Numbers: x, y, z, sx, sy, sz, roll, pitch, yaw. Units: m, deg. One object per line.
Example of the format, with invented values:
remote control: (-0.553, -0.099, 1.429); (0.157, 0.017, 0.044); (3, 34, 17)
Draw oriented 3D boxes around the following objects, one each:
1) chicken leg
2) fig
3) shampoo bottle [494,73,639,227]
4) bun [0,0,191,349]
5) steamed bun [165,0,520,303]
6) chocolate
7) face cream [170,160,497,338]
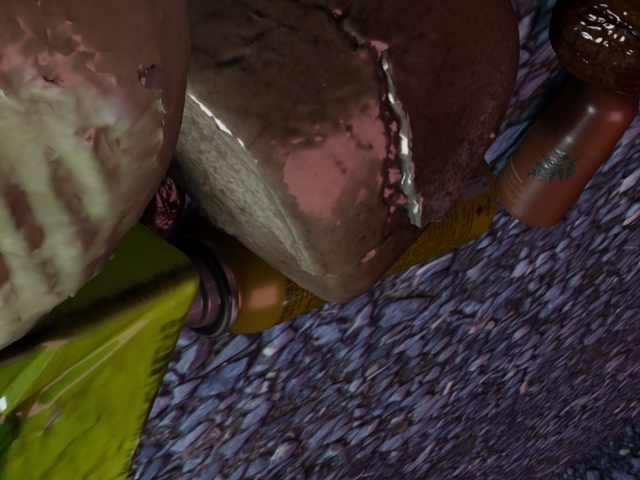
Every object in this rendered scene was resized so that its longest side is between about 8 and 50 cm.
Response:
chicken leg: (-0.128, -0.023, 1.088); (0.062, 0.037, 0.145); (-1, 139, -35)
fig: (0.304, -0.169, 1.296); (0.134, 0.201, 0.146); (-46, 167, -13)
shampoo bottle: (0.261, -0.120, 1.481); (0.085, 0.085, 0.244); (-20, 149, -42)
bun: (-0.232, -0.067, 0.562); (0.362, 0.234, 0.326); (-31, 156, 20)
steamed bun: (0.017, -0.090, 0.947); (0.251, 0.199, 0.301); (-40, 158, -7)
chocolate: (-0.256, 0.115, 0.999); (0.289, 0.137, 0.301); (-24, 155, -34)
face cream: (0.000, 0.000, 1.242); (0.349, 0.105, 0.105); (-22, 152, -41)
